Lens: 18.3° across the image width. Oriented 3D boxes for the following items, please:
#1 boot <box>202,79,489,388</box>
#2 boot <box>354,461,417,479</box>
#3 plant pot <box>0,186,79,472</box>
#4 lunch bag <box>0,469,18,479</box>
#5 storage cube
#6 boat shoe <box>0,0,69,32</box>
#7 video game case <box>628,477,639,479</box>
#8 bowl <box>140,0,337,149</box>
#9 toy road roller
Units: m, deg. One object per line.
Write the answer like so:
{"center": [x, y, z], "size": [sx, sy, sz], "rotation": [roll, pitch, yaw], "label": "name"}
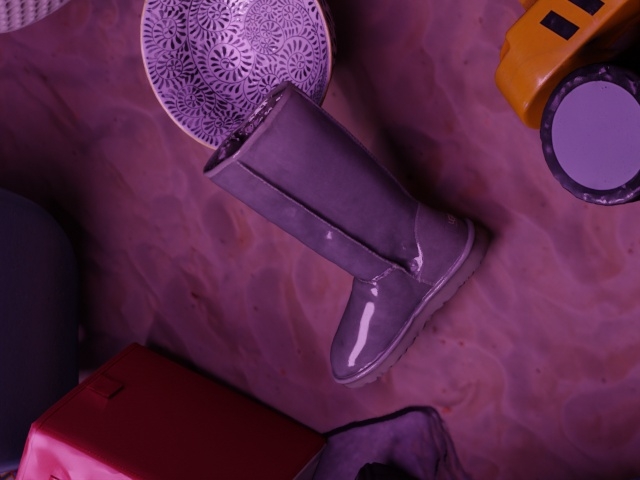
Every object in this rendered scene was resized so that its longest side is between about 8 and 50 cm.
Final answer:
{"center": [-0.001, 0.000, 1.519], "size": [0.208, 0.076, 0.189], "rotation": [29, 111, -24], "label": "boot"}
{"center": [0.010, 0.343, 1.531], "size": [0.118, 0.338, 0.222], "rotation": [29, 115, 0], "label": "boot"}
{"center": [-0.329, 0.077, 1.659], "size": [0.247, 0.252, 0.247], "rotation": [-3, 84, 30], "label": "plant pot"}
{"center": [-0.427, 0.257, 1.874], "size": [0.221, 0.138, 0.293], "rotation": [49, 134, 7], "label": "lunch bag"}
{"center": [-0.133, 0.227, 1.639], "size": [0.193, 0.215, 0.183], "rotation": [26, 115, 13], "label": "storage cube"}
{"center": [-0.161, -0.386, 1.488], "size": [0.156, 0.187, 0.500], "rotation": [35, 112, 18], "label": "boat shoe"}
{"center": [0.242, 0.299, 1.458], "size": [0.270, 0.061, 0.244], "rotation": [-11, 95, 2], "label": "video game case"}
{"center": [-0.048, -0.156, 1.548], "size": [0.170, 0.080, 0.170], "rotation": [9, 108, 27], "label": "bowl"}
{"center": [0.247, -0.190, 1.311], "size": [0.329, 0.202, 0.240], "rotation": [-46, 70, 32], "label": "toy road roller"}
